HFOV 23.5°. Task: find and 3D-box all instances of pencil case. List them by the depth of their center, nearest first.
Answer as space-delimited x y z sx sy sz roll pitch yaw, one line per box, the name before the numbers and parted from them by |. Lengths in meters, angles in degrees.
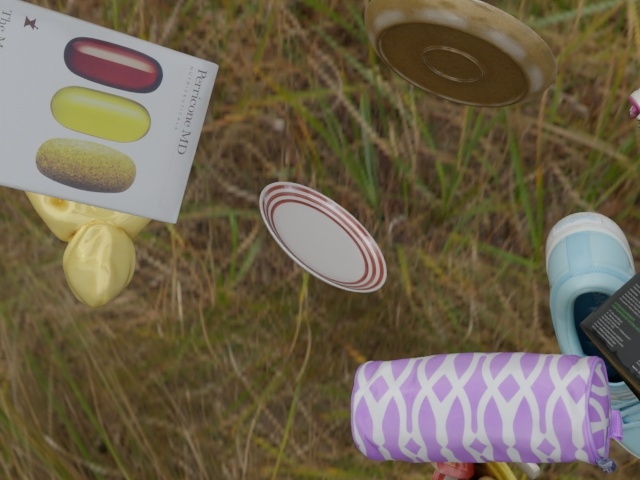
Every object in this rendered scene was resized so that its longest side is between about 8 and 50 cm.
pencil case | 0.125 0.129 1.175 0.206 0.088 0.086 -1 75 23

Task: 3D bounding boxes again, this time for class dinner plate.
dinner plate | 0.000 0.000 1.422 0.141 0.017 0.141 28 31 -18

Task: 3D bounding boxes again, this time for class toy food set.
toy food set | 0.135 0.246 1.443 0.071 0.218 0.128 -29 55 -19

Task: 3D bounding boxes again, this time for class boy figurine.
boy figurine | -0.252 -0.059 1.763 0.177 0.092 0.285 -5 70 -19

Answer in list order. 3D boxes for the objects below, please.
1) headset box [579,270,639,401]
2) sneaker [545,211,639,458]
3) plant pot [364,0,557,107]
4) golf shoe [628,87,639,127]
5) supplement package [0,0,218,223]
headset box | 0.431 0.182 1.561 0.131 0.283 0.246 -41 36 2
sneaker | 0.344 0.151 1.802 0.135 0.366 0.150 -18 30 22
plant pot | 0.158 -0.216 1.798 0.236 0.236 0.032 19 71 6
golf shoe | 0.517 -0.114 1.827 0.306 0.115 0.140 39 92 4
supplement package | -0.224 -0.110 1.186 0.244 0.134 0.139 12 94 -39
